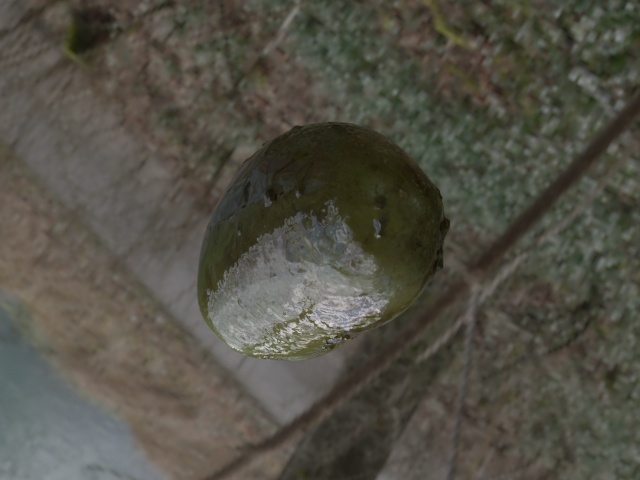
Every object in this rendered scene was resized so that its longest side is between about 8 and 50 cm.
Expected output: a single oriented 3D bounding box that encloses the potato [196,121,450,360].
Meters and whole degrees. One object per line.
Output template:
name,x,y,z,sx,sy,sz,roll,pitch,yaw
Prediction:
potato,0.000,0.000,1.306,0.173,0.210,0.307,26,159,-22
